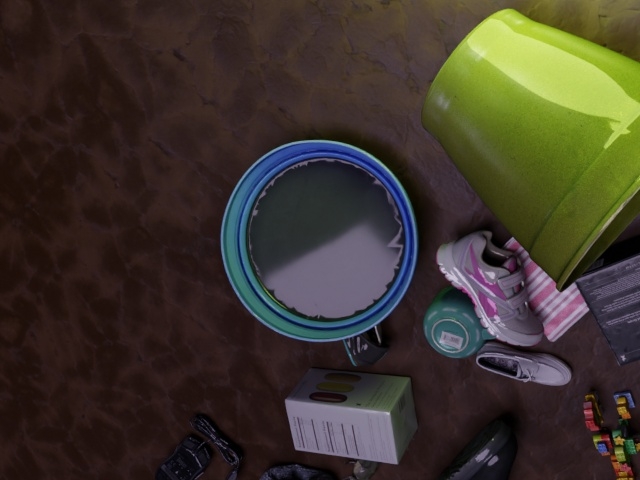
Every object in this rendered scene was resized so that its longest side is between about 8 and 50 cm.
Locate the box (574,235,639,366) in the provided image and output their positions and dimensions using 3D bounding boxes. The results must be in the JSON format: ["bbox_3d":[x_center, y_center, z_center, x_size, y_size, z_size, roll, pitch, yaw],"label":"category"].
[{"bbox_3d":[0.595,0.078,1.440,0.261,0.103,0.184,-26,97,28],"label":"box"}]

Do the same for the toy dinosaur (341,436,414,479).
[{"bbox_3d":[0.094,0.485,1.914,0.118,0.064,0.268,35,121,0],"label":"toy dinosaur"}]

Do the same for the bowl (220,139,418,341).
[{"bbox_3d":[0.000,0.000,1.650,0.391,0.077,0.391,1,94,14],"label":"bowl"}]

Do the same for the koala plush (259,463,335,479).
[{"bbox_3d":[-0.101,0.648,1.978,0.203,0.221,0.196,14,115,25],"label":"koala plush"}]

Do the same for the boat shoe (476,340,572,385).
[{"bbox_3d":[0.393,0.247,1.649,0.184,0.063,0.066,21,120,17],"label":"boat shoe"}]

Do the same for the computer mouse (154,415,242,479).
[{"bbox_3d":[-0.300,0.577,2.153,0.184,0.060,0.262,38,112,11],"label":"computer mouse"}]

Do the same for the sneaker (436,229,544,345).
[{"bbox_3d":[0.330,0.085,1.551,0.252,0.103,0.111,47,129,-2],"label":"sneaker"}]

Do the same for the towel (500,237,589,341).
[{"bbox_3d":[0.407,0.090,1.591,0.197,0.029,0.144,39,124,5],"label":"towel"}]

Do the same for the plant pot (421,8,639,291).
[{"bbox_3d":[0.361,-0.172,1.330,0.353,0.366,0.366,42,125,17],"label":"plant pot"}]

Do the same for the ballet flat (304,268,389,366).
[{"bbox_3d":[0.058,0.129,1.751,0.096,0.095,0.280,-25,104,22],"label":"ballet flat"}]

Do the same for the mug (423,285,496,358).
[{"bbox_3d":[0.276,0.159,1.646,0.157,0.097,0.129,-32,96,34],"label":"mug"}]

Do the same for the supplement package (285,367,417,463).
[{"bbox_3d":[0.067,0.375,1.825,0.244,0.139,0.134,1,114,26],"label":"supplement package"}]

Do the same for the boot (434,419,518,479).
[{"bbox_3d":[0.445,0.611,1.736,0.445,0.146,0.367,39,134,10],"label":"boot"}]

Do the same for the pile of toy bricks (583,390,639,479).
[{"bbox_3d":[0.575,0.392,1.600,0.118,0.105,0.212,-16,105,31],"label":"pile of toy bricks"}]
